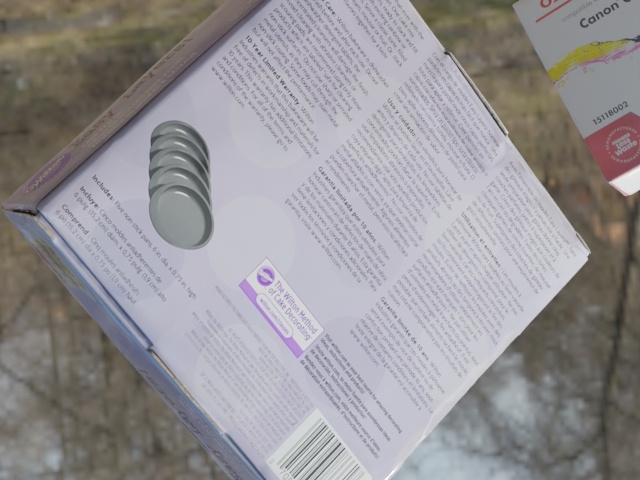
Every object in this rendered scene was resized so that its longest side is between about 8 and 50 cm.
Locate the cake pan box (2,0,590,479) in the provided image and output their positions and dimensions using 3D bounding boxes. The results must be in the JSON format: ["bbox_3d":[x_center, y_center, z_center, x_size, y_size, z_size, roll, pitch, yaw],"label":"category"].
[{"bbox_3d":[0.000,0.000,0.895,0.246,0.267,0.070,-46,-158,-18],"label":"cake pan box"}]

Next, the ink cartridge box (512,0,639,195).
[{"bbox_3d":[0.222,-0.148,1.190,0.115,0.198,0.067,-31,162,16],"label":"ink cartridge box"}]
